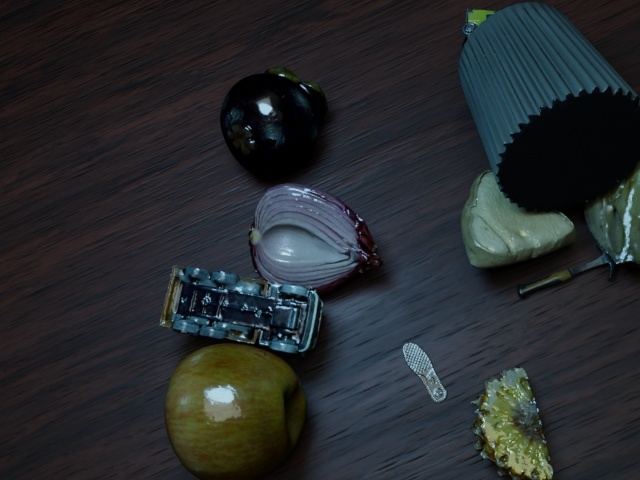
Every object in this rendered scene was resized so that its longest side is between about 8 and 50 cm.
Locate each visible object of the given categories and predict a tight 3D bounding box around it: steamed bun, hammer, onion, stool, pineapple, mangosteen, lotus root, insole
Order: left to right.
[{"bbox_3d":[-0.104,-0.268,1.667,0.243,0.243,0.242,-4,67,9],"label":"mangosteen"},{"bbox_3d":[0.000,0.000,1.559,0.284,0.120,0.227,16,112,13],"label":"onion"},{"bbox_3d":[0.204,0.256,1.491,0.045,0.002,0.135,-29,66,-2],"label":"insole"},{"bbox_3d":[0.358,-0.017,1.517,0.212,0.110,0.231,-32,60,-29],"label":"steamed bun"},{"bbox_3d":[0.334,0.350,1.390,0.135,0.079,0.233,-10,60,-3],"label":"pineapple"},{"bbox_3d":[0.434,-0.272,1.493,0.297,0.297,0.330,-16,48,4],"label":"stool"},{"bbox_3d":[0.486,0.071,1.505,0.201,0.021,0.078,-22,65,1],"label":"hammer"},{"bbox_3d":[0.640,-0.089,1.492,0.210,0.142,0.314,-12,65,47],"label":"lotus root"}]

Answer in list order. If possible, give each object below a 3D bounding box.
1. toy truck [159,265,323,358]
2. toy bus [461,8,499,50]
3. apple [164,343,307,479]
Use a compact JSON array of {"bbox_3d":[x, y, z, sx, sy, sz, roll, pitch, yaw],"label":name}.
[{"bbox_3d":[-0.145,0.142,1.517,0.306,0.162,0.136,9,82,14],"label":"toy truck"},{"bbox_3d":[0.365,-0.425,1.703,0.101,0.088,0.175,1,70,10],"label":"toy bus"},{"bbox_3d":[-0.148,0.315,1.394,0.264,0.264,0.264,-4,67,9],"label":"apple"}]
